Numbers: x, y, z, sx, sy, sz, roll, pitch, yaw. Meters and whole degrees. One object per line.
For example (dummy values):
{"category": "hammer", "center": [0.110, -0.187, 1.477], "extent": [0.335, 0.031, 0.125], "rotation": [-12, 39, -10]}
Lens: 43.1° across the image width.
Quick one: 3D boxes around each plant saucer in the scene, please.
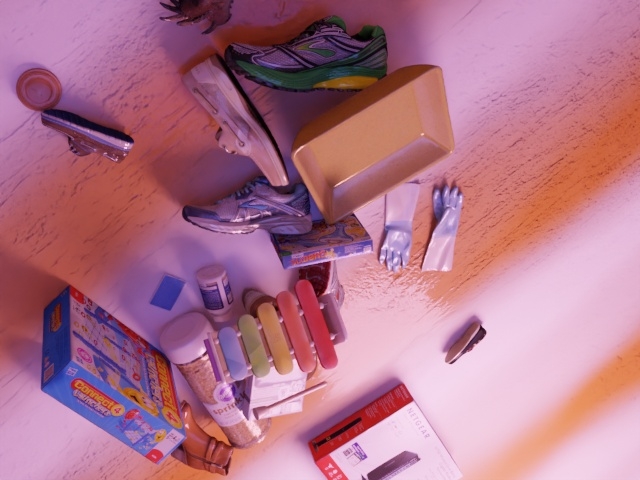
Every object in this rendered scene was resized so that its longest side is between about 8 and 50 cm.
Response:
{"category": "plant saucer", "center": [-0.537, -0.286, 1.547], "extent": [0.083, 0.013, 0.084], "rotation": [-7, 117, -13]}
{"category": "plant saucer", "center": [0.105, -0.208, 1.678], "extent": [0.332, 0.081, 0.333], "rotation": [-31, 153, 0]}

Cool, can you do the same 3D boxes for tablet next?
{"category": "tablet", "center": [-0.341, 0.116, 1.813], "extent": [0.054, 0.006, 0.083], "rotation": [23, 108, -26]}

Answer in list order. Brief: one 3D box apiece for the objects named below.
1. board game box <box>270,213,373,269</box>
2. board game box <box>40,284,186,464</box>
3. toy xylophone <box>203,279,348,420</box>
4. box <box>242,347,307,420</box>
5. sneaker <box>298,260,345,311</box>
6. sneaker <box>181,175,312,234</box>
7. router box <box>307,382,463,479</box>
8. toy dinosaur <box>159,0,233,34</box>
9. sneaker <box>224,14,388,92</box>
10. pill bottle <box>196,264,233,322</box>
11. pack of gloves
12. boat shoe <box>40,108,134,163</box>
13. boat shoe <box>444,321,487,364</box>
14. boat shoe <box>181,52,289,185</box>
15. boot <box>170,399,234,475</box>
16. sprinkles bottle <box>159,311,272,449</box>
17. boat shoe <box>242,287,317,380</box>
{"category": "board game box", "center": [0.000, 0.000, 1.781], "extent": [0.201, 0.136, 0.035], "rotation": [-11, 119, -12]}
{"category": "board game box", "center": [-0.434, 0.274, 1.691], "extent": [0.086, 0.308, 0.302], "rotation": [-43, 120, 6]}
{"category": "toy xylophone", "center": [-0.087, 0.240, 1.756], "extent": [0.322, 0.081, 0.236], "rotation": [-25, 87, -25]}
{"category": "box", "center": [-0.100, 0.315, 1.860], "extent": [0.145, 0.038, 0.186], "rotation": [-4, 114, -30]}
{"category": "sneaker", "center": [0.007, 0.108, 1.878], "extent": [0.092, 0.088, 0.226], "rotation": [-20, 117, -52]}
{"category": "sneaker", "center": [-0.155, -0.079, 1.732], "extent": [0.282, 0.110, 0.122], "rotation": [0, 98, -19]}
{"category": "router box", "center": [0.176, 0.583, 2.158], "extent": [0.301, 0.082, 0.336], "rotation": [-33, 120, 1]}
{"category": "toy dinosaur", "center": [-0.286, -0.487, 1.465], "extent": [0.295, 0.127, 0.200], "rotation": [12, 119, -16]}
{"category": "sneaker", "center": [-0.027, -0.373, 1.605], "extent": [0.343, 0.134, 0.147], "rotation": [-6, 111, -24]}
{"category": "pill bottle", "center": [-0.232, 0.120, 1.812], "extent": [0.067, 0.067, 0.120], "rotation": [-16, 119, -8]}
{"category": "pack of gloves", "center": [0.240, -0.020, 1.895], "extent": [0.194, 0.046, 0.232], "rotation": [-3, 116, -16]}
{"category": "boat shoe", "center": [-0.461, -0.198, 1.584], "extent": [0.183, 0.066, 0.066], "rotation": [20, 110, -24]}
{"category": "boat shoe", "center": [0.373, 0.271, 2.078], "extent": [0.042, 0.049, 0.133], "rotation": [39, 96, -21]}
{"category": "boat shoe", "center": [-0.167, -0.226, 1.639], "extent": [0.098, 0.109, 0.302], "rotation": [-30, 115, 6]}
{"category": "boot", "center": [-0.279, 0.473, 1.936], "extent": [0.152, 0.073, 0.197], "rotation": [17, 129, 14]}
{"category": "sprinkles bottle", "center": [-0.238, 0.330, 1.886], "extent": [0.121, 0.121, 0.356], "rotation": [-29, 121, -1]}
{"category": "boat shoe", "center": [-0.093, 0.222, 1.904], "extent": [0.104, 0.089, 0.285], "rotation": [-35, 125, -15]}
